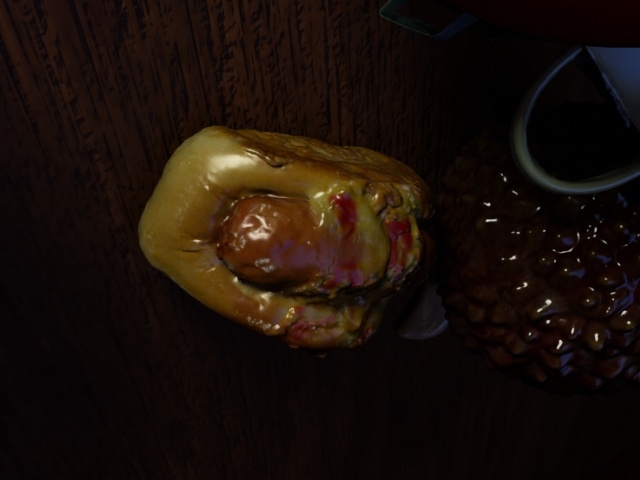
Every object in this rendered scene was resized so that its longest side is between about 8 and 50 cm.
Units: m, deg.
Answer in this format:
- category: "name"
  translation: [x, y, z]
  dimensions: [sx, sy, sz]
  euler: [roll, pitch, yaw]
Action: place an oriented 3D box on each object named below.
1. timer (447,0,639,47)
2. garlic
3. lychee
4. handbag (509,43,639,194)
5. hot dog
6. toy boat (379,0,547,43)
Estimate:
- category: "timer"
  translation: [0.164, -0.269, 0.363]
  dimensions: [0.377, 0.279, 0.378]
  euler: [-1, 140, -1]
- category: "garlic"
  translation: [0.130, 0.085, 0.971]
  dimensions: [0.053, 0.041, 0.083]
  euler: [20, 108, -10]
- category: "lychee"
  translation: [0.253, 0.004, 0.789]
  dimensions: [0.306, 0.306, 0.330]
  euler: [-4, 167, -45]
- category: "handbag"
  translation: [0.268, -0.146, 0.593]
  dimensions: [0.315, 0.241, 0.109]
  euler: [-37, -170, 5]
- category: "hot dog"
  translation: [0.000, 0.000, 0.642]
  dimensions: [0.256, 0.153, 0.150]
  euler: [1, 123, -48]
- category: "toy boat"
  translation: [0.135, -0.197, 0.649]
  dimensions: [0.246, 0.093, 0.103]
  euler: [5, 113, -49]
